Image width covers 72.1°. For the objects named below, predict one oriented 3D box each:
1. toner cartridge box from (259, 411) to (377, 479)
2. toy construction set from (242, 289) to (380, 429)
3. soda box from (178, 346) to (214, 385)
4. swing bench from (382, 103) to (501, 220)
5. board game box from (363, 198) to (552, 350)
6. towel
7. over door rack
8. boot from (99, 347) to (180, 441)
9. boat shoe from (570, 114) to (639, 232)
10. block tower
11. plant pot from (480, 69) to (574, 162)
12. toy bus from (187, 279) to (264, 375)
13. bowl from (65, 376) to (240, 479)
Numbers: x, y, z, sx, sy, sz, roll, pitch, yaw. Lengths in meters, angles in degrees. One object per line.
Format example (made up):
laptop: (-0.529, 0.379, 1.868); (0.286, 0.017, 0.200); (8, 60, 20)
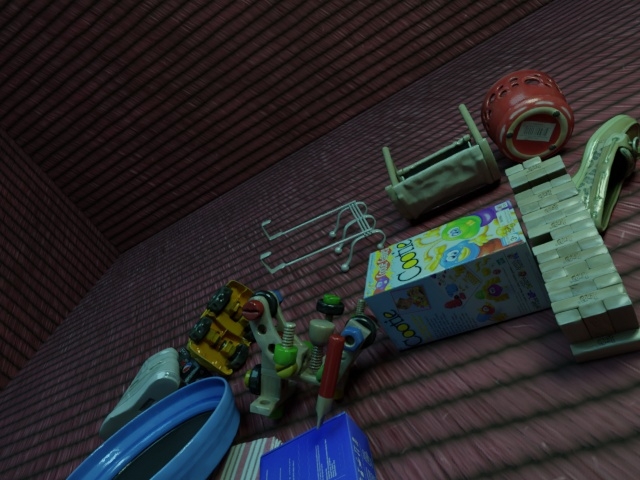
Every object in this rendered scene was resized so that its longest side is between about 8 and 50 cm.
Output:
toner cartridge box: (0.004, 0.400, 0.544); (0.165, 0.075, 0.348); (-32, 23, 10)
toy construction set: (-0.028, 0.234, 0.778); (0.309, 0.257, 0.238); (-137, 57, -82)
soda box: (-0.330, 0.333, 1.129); (0.053, 0.060, 0.168); (-49, 26, -17)
swing bench: (0.310, -0.186, 1.149); (0.253, 0.165, 0.255); (-25, 31, 21)
board game box: (0.235, 0.066, 0.785); (0.275, 0.144, 0.142); (-23, 25, 24)
towel: (-0.157, 0.430, 0.767); (0.197, 0.029, 0.144); (-26, 25, 26)
over door rack: (0.000, 0.000, 1.231); (0.323, 0.108, 0.240); (-13, 25, -2)
boot: (-0.444, 0.386, 1.104); (0.258, 0.095, 0.123); (-42, 27, 8)
boat shoe: (0.533, -0.119, 0.811); (0.285, 0.104, 0.089); (-53, 32, -14)
block tower: (0.377, 0.006, 0.675); (0.090, 0.097, 0.336); (-24, 42, 27)
plant pot: (0.500, -0.291, 1.067); (0.191, 0.191, 0.174); (-23, 34, 26)
toy bus: (-0.271, 0.242, 1.146); (0.211, 0.149, 0.220); (-31, 23, 43)
bowl: (-0.328, 0.419, 0.837); (0.391, 0.077, 0.391); (-30, 8, 5)
